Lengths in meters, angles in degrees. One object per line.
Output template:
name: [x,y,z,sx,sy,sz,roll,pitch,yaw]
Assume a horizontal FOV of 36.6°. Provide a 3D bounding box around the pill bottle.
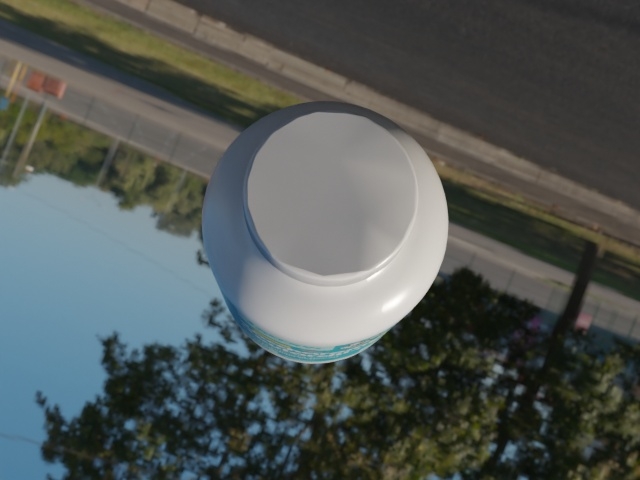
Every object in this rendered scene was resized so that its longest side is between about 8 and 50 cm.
pill bottle: [0.000,0.000,0.626,0.146,0.146,0.264,22,169,2]
